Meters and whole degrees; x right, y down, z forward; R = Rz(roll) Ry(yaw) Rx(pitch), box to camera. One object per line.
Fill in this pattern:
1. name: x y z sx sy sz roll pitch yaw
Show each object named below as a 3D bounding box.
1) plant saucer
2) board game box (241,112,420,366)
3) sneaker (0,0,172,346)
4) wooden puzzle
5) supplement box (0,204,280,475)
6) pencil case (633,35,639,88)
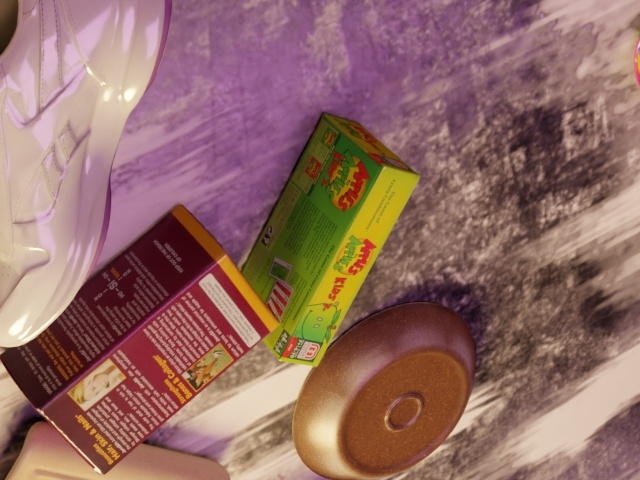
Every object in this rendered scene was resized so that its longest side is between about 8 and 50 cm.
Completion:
1. plant saucer: 0.068 0.149 1.630 0.199 0.036 0.198 -19 130 -25
2. board game box: 0.000 0.000 1.435 0.043 0.092 0.181 13 112 -42
3. sneaker: -0.211 -0.072 1.243 0.152 0.114 0.305 10 110 -24
4. wooden puzzle: -0.213 0.272 1.517 0.221 0.044 0.238 20 103 -42
5. supplement box: -0.141 0.078 1.398 0.188 0.081 0.104 -40 135 -5
6. pencil case: 0.395 -0.167 1.597 0.236 0.104 0.104 -13 127 -27
